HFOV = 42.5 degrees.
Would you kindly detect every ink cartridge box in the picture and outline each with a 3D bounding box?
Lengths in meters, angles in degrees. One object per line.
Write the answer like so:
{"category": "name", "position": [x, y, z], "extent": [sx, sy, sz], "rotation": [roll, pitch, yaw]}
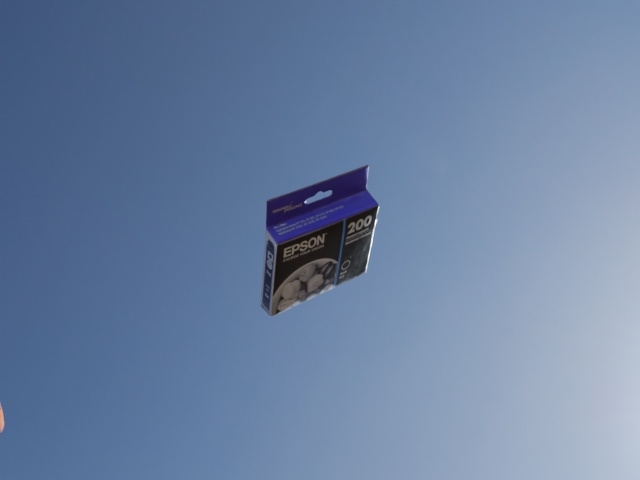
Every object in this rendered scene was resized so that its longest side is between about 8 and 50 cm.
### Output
{"category": "ink cartridge box", "position": [0.000, 0.000, 1.316], "extent": [0.206, 0.045, 0.208], "rotation": [-23, -44, -32]}

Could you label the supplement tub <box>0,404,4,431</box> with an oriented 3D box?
{"category": "supplement tub", "position": [-0.324, 0.076, 0.331], "extent": [0.338, 0.207, 0.207], "rotation": [-21, -52, -27]}
